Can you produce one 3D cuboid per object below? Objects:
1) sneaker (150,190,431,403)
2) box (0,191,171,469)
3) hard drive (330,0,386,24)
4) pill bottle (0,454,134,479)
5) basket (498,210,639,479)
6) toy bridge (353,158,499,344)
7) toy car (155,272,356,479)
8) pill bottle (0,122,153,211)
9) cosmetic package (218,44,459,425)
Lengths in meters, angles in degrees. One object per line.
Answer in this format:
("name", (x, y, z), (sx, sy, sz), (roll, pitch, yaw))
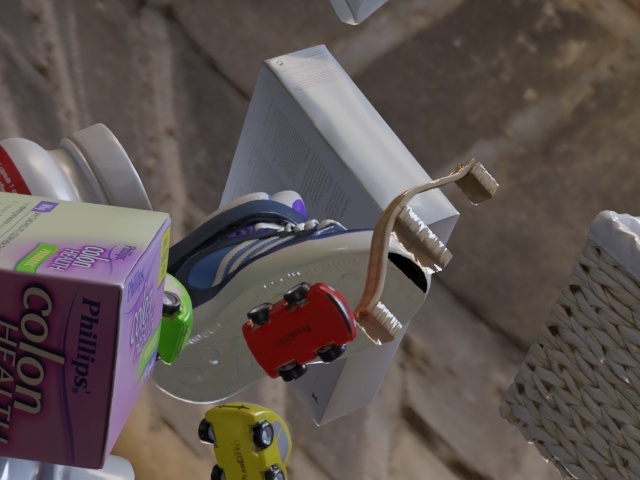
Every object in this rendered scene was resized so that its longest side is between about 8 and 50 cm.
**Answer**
("sneaker", (-0.025, 0.008, 1.586), (0.322, 0.130, 0.236), (-27, -148, 33))
("box", (-0.233, 0.043, 1.059), (0.213, 0.243, 0.117), (-80, 177, -78))
("hard drive", (0.115, -0.461, 2.029), (0.353, 0.047, 0.233), (-41, 124, -17))
("pill bottle", (-0.322, 0.192, 1.125), (0.204, 0.361, 0.204), (-165, -90, -76))
("basket", (0.432, 0.168, 1.773), (0.331, 0.328, 0.266), (4, 122, -45))
("toy bridge", (0.074, -0.002, 1.305), (0.026, 0.063, 0.188), (-21, -154, 52))
("toy car", (-0.088, 0.081, 1.320), (0.053, 0.225, 0.239), (-39, 156, -52))
("pill bottle", (-0.412, 0.017, 1.981), (0.407, 0.229, 0.229), (-25, 154, -16))
("cosmetic package", (0.000, 0.000, 1.986), (0.097, 0.284, 0.377), (-18, 149, -30))
